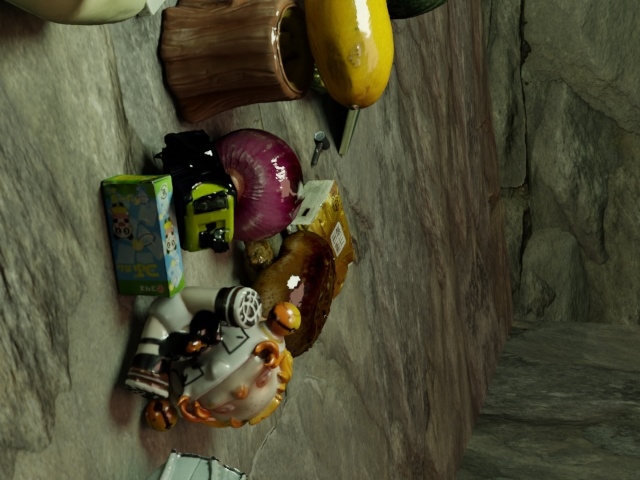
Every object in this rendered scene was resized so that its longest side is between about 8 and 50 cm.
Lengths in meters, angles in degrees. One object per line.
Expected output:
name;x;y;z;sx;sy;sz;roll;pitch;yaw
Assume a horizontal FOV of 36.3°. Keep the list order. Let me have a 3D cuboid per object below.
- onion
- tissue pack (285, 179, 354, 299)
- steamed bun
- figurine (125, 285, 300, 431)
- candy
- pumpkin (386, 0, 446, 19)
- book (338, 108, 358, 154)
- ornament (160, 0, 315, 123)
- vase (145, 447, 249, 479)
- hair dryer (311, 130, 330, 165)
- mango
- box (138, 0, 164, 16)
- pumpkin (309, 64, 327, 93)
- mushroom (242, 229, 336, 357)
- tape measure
onion;-0.118;-0.104;1.841;0.200;0.200;0.207;47;43;-58
tissue pack;0.000;0.000;2.217;0.183;0.092;0.226;-60;141;-46
steamed bun;-0.337;-0.386;1.317;0.225;0.200;0.170;-39;151;-74
figurine;-0.172;0.206;1.695;0.196;0.320;0.323;53;-1;38
candy;-0.283;-0.008;1.566;0.062;0.097;0.195;-40;128;-64
pumpkin;0.099;-0.633;1.986;0.344;0.454;0.454;-62;162;16
book;0.104;-0.403;2.306;0.379;0.031;0.264;104;0;-63
ornament;-0.136;-0.326;1.729;0.221;0.217;0.235;7;83;-67
vase;-0.255;0.568;1.514;0.445;0.250;0.250;-64;146;-37
hair dryer;-0.003;-0.208;2.280;0.047;0.026;0.083;53;47;-53
mango;0.046;-0.403;1.704;0.187;0.144;0.359;-1;83;-78
box;-0.298;-0.503;1.579;0.139;0.035;0.245;-66;147;-40
pumpkin;0.014;-0.417;2.154;0.190;0.146;0.190;-9;100;-64
mushroom;-0.063;0.107;1.990;0.297;0.163;0.278;-64;147;-41
tape measure;-0.208;-0.064;1.641;0.186;0.112;0.199;92;-19;-47
